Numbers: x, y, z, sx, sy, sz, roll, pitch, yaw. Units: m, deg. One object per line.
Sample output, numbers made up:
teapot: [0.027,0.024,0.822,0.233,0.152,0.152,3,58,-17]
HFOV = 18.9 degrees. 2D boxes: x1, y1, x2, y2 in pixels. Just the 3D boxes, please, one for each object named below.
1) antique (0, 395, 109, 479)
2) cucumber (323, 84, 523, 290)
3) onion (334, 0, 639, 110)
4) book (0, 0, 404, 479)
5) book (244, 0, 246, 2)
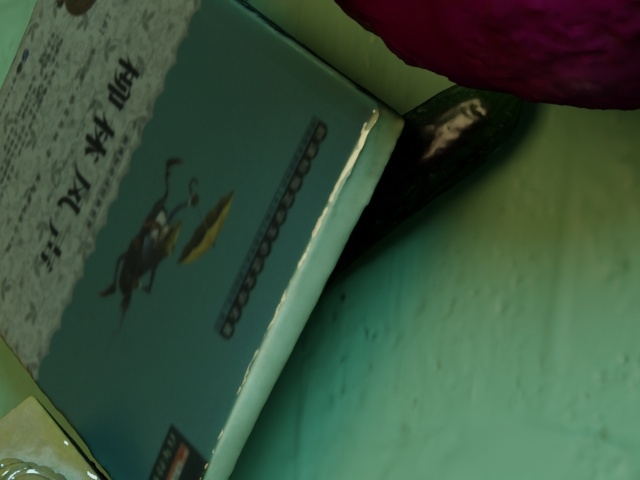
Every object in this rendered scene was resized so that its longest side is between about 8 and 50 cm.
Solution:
antique: [-0.158,0.189,1.010,0.152,0.148,0.147,-39,74,-10]
cucumber: [0.000,0.000,1.033,0.284,0.056,0.056,-40,55,27]
onion: [0.067,-0.257,0.785,0.398,0.420,0.398,-3,87,49]
book: [-0.107,-0.027,1.106,0.379,0.031,0.264,40,110,51]
book: [-0.105,-0.161,1.201,0.172,0.012,0.118,15,91,44]
